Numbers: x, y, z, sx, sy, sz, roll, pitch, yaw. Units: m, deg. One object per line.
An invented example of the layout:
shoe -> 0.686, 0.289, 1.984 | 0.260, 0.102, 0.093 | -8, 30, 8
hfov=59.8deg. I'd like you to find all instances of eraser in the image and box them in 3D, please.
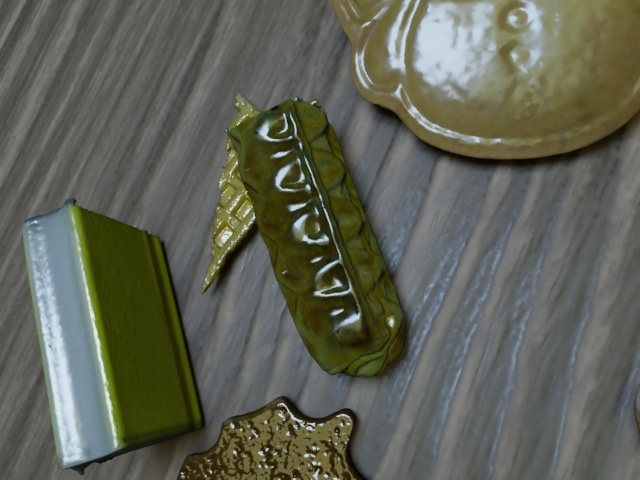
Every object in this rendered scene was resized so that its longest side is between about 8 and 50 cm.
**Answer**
eraser -> -0.192, 0.091, 0.531 | 0.069, 0.158, 0.226 | -19, 74, 7

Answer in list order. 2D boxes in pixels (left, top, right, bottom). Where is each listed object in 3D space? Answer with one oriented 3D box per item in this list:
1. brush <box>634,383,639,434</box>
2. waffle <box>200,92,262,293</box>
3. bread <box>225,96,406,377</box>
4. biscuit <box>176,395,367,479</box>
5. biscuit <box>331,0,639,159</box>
brush -> 0.369, 0.081, 0.400 | 0.266, 0.174, 0.166 | -11, 62, 28
waffle -> -0.107, -0.054, 0.604 | 0.125, 0.032, 0.191 | 40, 88, 16
bread -> 0.001, 0.000, 0.524 | 0.087, 0.098, 0.270 | -27, 82, 47
biscuit -> -0.040, 0.244, 0.526 | 0.182, 0.034, 0.215 | 42, 89, 17
biscuit -> 0.166, -0.246, 0.525 | 0.311, 0.057, 0.352 | -16, 89, 14
